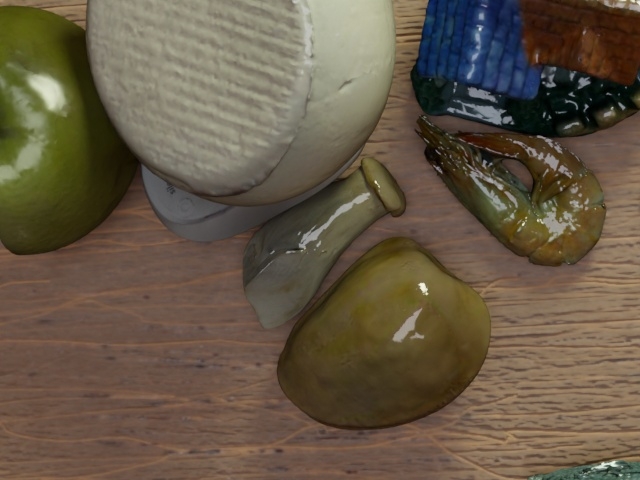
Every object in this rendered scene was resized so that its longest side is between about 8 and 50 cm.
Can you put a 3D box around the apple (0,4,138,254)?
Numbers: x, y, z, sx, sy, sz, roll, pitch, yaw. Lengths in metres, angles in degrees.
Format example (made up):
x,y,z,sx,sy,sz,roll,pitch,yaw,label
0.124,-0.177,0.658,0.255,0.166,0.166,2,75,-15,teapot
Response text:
x,y,z,sx,sy,sz,roll,pitch,yaw,label
-0.340,-0.146,1.838,0.233,0.258,0.295,-35,91,7,apple

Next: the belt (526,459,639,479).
x,y,z,sx,sy,sz,roll,pitch,yaw,label
0.353,0.307,1.867,0.163,0.147,0.082,-7,91,-22,belt

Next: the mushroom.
x,y,z,sx,sy,sz,roll,pitch,yaw,label
-0.009,-0.004,1.901,0.247,0.096,0.108,-43,65,4,mushroom

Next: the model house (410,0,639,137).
x,y,z,sx,sy,sz,roll,pitch,yaw,label
0.259,-0.246,1.740,0.295,0.329,0.252,15,92,6,model house

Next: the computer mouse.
x,y,z,sx,sy,sz,roll,pitch,yaw,label
-0.073,-0.116,1.881,0.297,0.121,0.184,-34,67,11,computer mouse

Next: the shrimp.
x,y,z,sx,sy,sz,roll,pitch,yaw,label
0.228,-0.075,1.874,0.267,0.061,0.145,36,114,3,shrimp

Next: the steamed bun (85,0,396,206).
x,y,z,sx,sy,sz,roll,pitch,yaw,label
-0.070,-0.225,1.697,0.374,0.241,0.374,7,101,41,steamed bun

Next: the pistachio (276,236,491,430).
x,y,z,sx,sy,sz,roll,pitch,yaw,label
0.077,0.131,1.870,0.260,0.163,0.213,-44,56,9,pistachio
